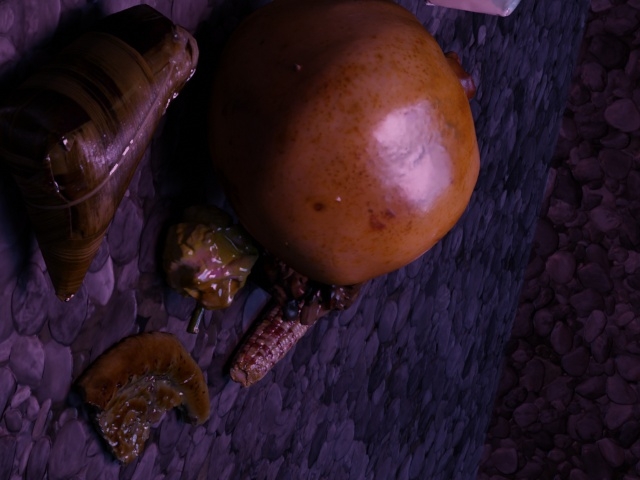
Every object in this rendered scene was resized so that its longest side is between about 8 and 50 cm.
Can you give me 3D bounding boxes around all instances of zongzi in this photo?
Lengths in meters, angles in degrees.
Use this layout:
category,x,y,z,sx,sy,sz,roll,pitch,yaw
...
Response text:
category,x,y,z,sx,sy,sz,roll,pitch,yaw
zongzi,-0.249,-0.101,1.657,0.286,0.134,0.288,-48,147,-38

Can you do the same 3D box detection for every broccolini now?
category,x,y,z,sx,sy,sz,roll,pitch,yaw
broccolini,-0.170,0.074,2.116,0.035,0.030,0.140,30,82,-59

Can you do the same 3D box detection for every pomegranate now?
category,x,y,z,sx,sy,sz,roll,pitch,yaw
pomegranate,0.039,-0.152,1.933,0.416,0.416,0.417,-47,146,-47

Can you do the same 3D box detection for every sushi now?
category,x,y,z,sx,sy,sz,roll,pitch,yaw
sushi,0.005,0.002,2.218,0.225,0.218,0.238,-41,141,-46

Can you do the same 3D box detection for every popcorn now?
category,x,y,z,sx,sy,sz,roll,pitch,yaw
popcorn,-0.160,0.022,1.989,0.125,0.126,0.145,-9,133,-38

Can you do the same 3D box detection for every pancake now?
category,x,y,z,sx,sy,sz,roll,pitch,yaw
pancake,-0.245,0.229,2.007,0.376,0.054,0.197,9,97,-66

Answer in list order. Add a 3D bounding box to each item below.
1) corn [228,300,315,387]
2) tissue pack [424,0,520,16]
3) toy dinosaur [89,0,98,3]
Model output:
category,x,y,z,sx,sy,sz,roll,pitch,yaw
corn,-0.071,0.154,2.328,0.237,0.079,0.079,-51,148,-41
tissue pack,0.270,-0.582,2.301,0.266,0.194,0.356,-60,152,-42
toy dinosaur,-0.212,-0.349,1.697,0.197,0.045,0.080,-55,149,-19
